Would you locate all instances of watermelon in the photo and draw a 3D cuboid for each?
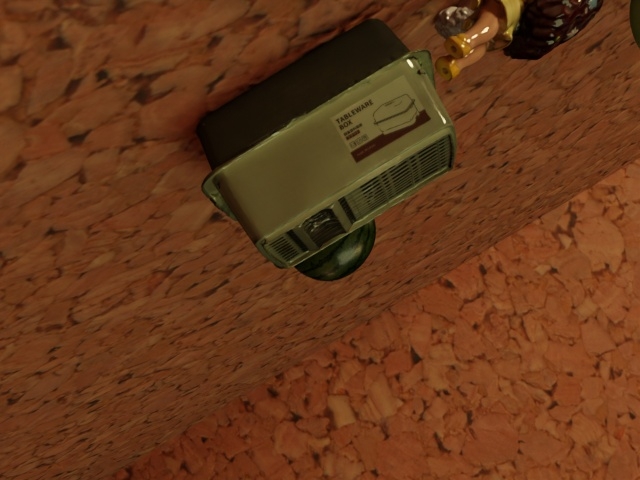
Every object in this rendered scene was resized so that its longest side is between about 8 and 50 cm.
[{"bbox_3d":[0.000,0.000,1.601,0.187,0.141,0.140,-38,164,34],"label":"watermelon"}]

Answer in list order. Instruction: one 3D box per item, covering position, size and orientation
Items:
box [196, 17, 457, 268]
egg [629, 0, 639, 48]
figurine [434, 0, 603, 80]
[{"bbox_3d":[0.009,-0.105,1.185,0.290,0.166,0.220,-31,166,1],"label":"box"},{"bbox_3d":[0.552,-0.331,1.397,0.269,0.220,0.220,-32,166,1],"label":"egg"},{"bbox_3d":[0.222,-0.261,1.183,0.240,0.116,0.175,-23,164,-26],"label":"figurine"}]
